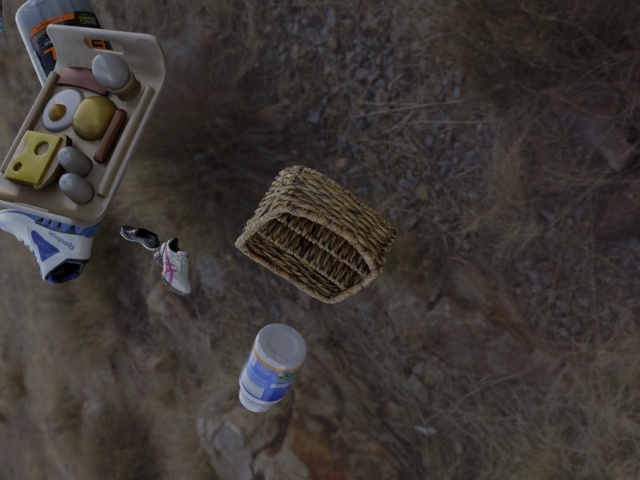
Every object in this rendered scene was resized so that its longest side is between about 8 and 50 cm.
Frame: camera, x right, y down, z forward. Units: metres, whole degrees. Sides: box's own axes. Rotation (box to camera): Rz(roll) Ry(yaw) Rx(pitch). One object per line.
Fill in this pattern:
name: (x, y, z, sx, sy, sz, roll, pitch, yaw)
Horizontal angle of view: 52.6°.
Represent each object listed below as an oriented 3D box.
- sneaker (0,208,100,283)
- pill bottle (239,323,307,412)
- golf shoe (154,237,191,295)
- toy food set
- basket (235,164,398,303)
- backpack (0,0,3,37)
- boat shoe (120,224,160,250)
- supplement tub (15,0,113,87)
sneaker: (-0.702, 0.015, 1.658, 0.315, 0.127, 0.182, 6, 91, 28)
pill bottle: (-0.148, 0.378, 1.870, 0.152, 0.152, 0.272, 54, 138, 30)
golf shoe: (-0.400, 0.071, 1.794, 0.086, 0.067, 0.186, -46, 56, 18)
toy food set: (-0.380, -0.177, 0.953, 0.219, 0.306, 0.092, 12, 161, 21)
basket: (0.000, 0.000, 1.461, 0.299, 0.223, 0.213, 35, 168, -21)
backpack: (-0.779, -0.497, 1.358, 0.225, 0.191, 0.254, -29, 74, 45)
boat shoe: (-0.487, -0.017, 1.747, 0.133, 0.049, 0.042, 23, 128, 26)
supplement tub: (-0.640, -0.460, 1.701, 0.207, 0.207, 0.338, -23, 90, 59)
